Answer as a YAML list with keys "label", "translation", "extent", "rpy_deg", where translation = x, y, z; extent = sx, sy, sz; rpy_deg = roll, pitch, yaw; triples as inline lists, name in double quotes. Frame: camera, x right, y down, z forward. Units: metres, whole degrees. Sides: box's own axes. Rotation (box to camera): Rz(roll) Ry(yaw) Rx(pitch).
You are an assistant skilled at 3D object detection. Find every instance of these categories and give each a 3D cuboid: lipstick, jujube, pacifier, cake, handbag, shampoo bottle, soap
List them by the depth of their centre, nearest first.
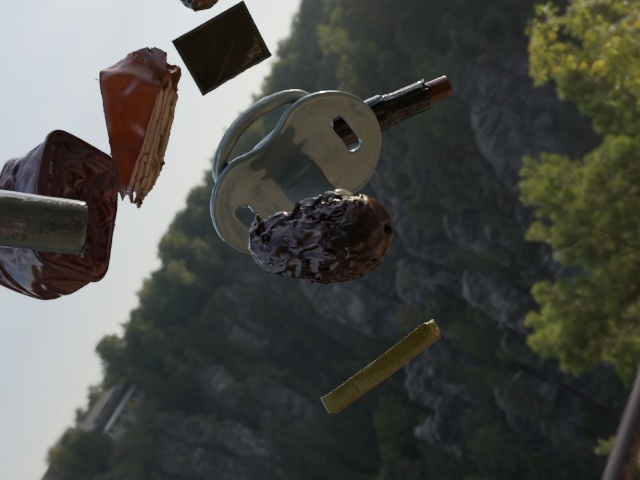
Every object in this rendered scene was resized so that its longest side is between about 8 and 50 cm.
- label: "jujube"
  translation: [0.001, 0.004, 0.852]
  extent: [0.166, 0.104, 0.104]
  rpy_deg: [-12, 32, 30]
- label: "shampoo bottle"
  translation: [-0.372, -0.027, 0.857]
  extent: [0.072, 0.214, 0.072]
  rpy_deg: [-26, 60, 59]
- label: "pacifier"
  translation: [-0.017, -0.077, 1.081]
  extent: [0.287, 0.238, 0.226]
  rpy_deg: [-42, 48, -1]
- label: "handbag"
  translation: [-0.377, -0.032, 1.085]
  extent: [0.135, 0.146, 0.225]
  rpy_deg: [-19, 60, 33]
- label: "cake"
  translation: [-0.331, -0.199, 1.362]
  extent: [0.098, 0.135, 0.287]
  rpy_deg: [-61, -20, -80]
- label: "soap"
  translation: [0.115, 0.232, 1.412]
  extent: [0.252, 0.037, 0.092]
  rpy_deg: [-36, -14, 3]
- label: "lipstick"
  translation: [0.151, -0.288, 1.699]
  extent: [0.299, 0.081, 0.081]
  rpy_deg: [-22, 1, -3]

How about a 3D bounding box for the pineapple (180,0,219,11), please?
- label: "pineapple"
  translation: [-0.258, -0.588, 1.632]
  extent: [0.198, 0.108, 0.108]
  rpy_deg: [104, -169, -52]

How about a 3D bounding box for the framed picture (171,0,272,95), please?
- label: "framed picture"
  translation: [-0.171, -0.337, 1.349]
  extent: [0.149, 0.109, 0.011]
  rpy_deg: [-33, 22, -12]
